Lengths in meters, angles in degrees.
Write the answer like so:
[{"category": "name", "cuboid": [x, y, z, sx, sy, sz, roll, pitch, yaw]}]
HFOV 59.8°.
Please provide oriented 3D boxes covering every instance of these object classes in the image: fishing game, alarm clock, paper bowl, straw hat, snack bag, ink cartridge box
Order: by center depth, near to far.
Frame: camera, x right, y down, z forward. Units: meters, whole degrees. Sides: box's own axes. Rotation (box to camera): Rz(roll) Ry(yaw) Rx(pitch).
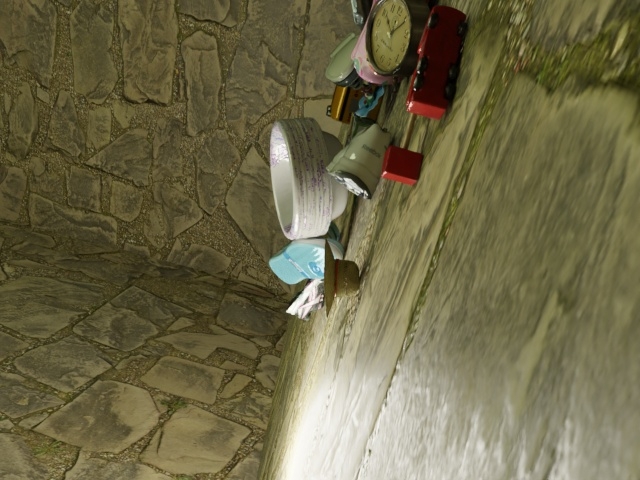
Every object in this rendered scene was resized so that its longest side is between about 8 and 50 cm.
[{"category": "alarm clock", "cuboid": [0.136, -0.350, 0.902, 0.129, 0.064, 0.192, 61, 148, 35]}, {"category": "straw hat", "cuboid": [0.040, 0.068, 0.999, 0.144, 0.061, 0.145, 0, -90, -85]}, {"category": "fishing game", "cuboid": [0.123, -0.359, 1.234, 0.264, 0.041, 0.189, -53, 17, 41]}, {"category": "snack bag", "cuboid": [0.090, -0.638, 1.328, 0.342, 0.037, 0.324, -27, -74, -76]}, {"category": "paper bowl", "cuboid": [-0.025, -0.150, 1.330, 0.284, 0.147, 0.285, 174, 90, -76]}, {"category": "ink cartridge box", "cuboid": [0.085, -0.200, 1.400, 0.109, 0.062, 0.210, -89, 13, -69]}]

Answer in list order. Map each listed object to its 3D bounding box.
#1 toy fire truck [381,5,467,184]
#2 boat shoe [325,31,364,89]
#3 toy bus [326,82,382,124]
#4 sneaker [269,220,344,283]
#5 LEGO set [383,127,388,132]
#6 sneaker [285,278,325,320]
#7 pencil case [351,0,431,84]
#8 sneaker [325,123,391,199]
[{"category": "toy fire truck", "cuboid": [0.131, -0.182, 0.714, 0.135, 0.047, 0.192, 112, 173, -74]}, {"category": "boat shoe", "cuboid": [0.083, -0.419, 1.330, 0.116, 0.099, 0.320, -41, 21, 20]}, {"category": "toy bus", "cuboid": [0.091, -0.396, 1.577, 0.333, 0.130, 0.108, -86, 10, -72]}, {"category": "sneaker", "cuboid": [0.000, 0.000, 1.482, 0.208, 0.127, 0.319, -47, 16, -27]}, {"category": "LEGO set", "cuboid": [0.127, -0.212, 1.173, 0.083, 0.023, 0.054, -128, 49, -69]}, {"category": "sneaker", "cuboid": [-0.014, 0.147, 1.521, 0.178, 0.077, 0.072, -50, 9, 27]}, {"category": "pencil case", "cuboid": [0.141, -0.426, 0.997, 0.284, 0.124, 0.124, 107, 176, -45]}, {"category": "sneaker", "cuboid": [0.087, -0.154, 1.082, 0.129, 0.110, 0.297, -58, 8, 5]}]
